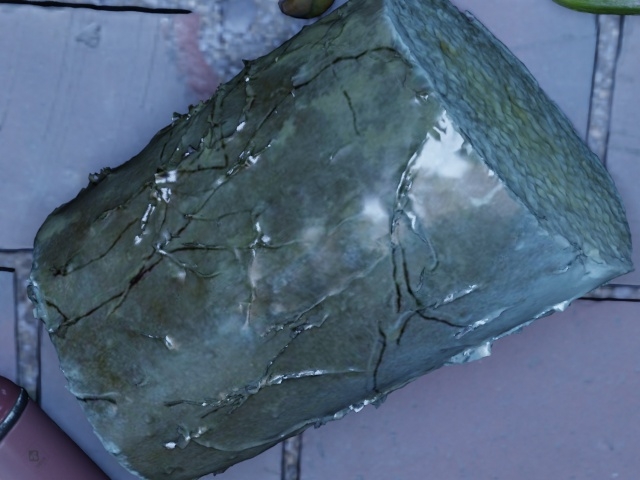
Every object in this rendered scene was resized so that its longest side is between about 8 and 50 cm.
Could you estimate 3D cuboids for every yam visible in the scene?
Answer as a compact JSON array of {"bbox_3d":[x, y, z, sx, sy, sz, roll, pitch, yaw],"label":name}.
[{"bbox_3d":[0.000,0.000,1.067,0.348,0.241,0.241,-30,108,14],"label":"yam"}]

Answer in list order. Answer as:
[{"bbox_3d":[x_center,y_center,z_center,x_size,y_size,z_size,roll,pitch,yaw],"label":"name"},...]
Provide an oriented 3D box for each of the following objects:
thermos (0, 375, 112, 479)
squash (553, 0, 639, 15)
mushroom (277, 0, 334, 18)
[{"bbox_3d":[-0.213,0.193,1.208,0.109,0.136,0.330,-45,106,-13],"label":"thermos"},{"bbox_3d":[0.259,-0.179,1.068,0.229,0.066,0.066,-2,111,4],"label":"squash"},{"bbox_3d":[-0.077,-0.271,1.040,0.068,0.043,0.306,-16,118,28],"label":"mushroom"}]
